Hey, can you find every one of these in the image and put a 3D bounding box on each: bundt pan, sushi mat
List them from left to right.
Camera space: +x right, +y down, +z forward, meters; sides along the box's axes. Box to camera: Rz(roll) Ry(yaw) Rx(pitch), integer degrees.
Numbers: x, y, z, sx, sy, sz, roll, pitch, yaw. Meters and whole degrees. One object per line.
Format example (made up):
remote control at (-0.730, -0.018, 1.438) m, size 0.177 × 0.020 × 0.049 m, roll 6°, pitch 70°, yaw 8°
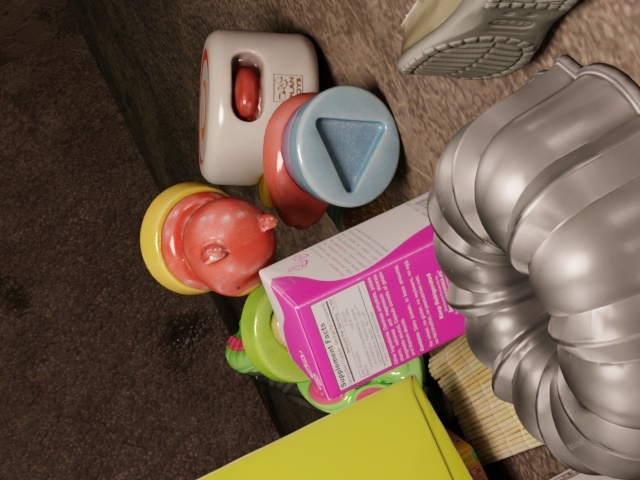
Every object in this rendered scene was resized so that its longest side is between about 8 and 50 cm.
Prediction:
sushi mat at (0.191, 0.178, 1.338) m, size 0.151 × 0.019 × 0.316 m, roll 63°, pitch 167°, yaw 11°
bundt pan at (0.187, 0.038, 0.875) m, size 0.331 × 0.124 × 0.331 m, roll 59°, pitch 166°, yaw 25°

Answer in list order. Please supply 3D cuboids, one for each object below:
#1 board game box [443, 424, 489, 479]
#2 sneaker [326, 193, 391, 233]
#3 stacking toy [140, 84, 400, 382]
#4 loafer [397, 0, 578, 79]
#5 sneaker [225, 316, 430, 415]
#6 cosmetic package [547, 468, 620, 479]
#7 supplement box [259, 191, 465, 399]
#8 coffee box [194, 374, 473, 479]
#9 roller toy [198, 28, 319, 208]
board game box at (0.179, 0.302, 1.510) m, size 0.124 × 0.039 × 0.259 m, roll 63°, pitch 175°, yaw -7°
sneaker at (0.043, -0.038, 1.454) m, size 0.086 × 0.064 × 0.192 m, roll 92°, pitch 157°, yaw -63°
stacking toy at (0.000, 0.000, 1.250) m, size 0.280 × 0.309 × 0.130 m, roll 55°, pitch 155°, yaw -20°
loafer at (0.125, -0.185, 0.846) m, size 0.251 × 0.094 × 0.088 m, roll 146°, pitch 125°, yaw -68°
sneaker at (0.036, 0.172, 1.700) m, size 0.202 × 0.185 × 0.482 m, roll 29°, pitch 172°, yaw -25°
cosmetic package at (0.247, 0.332, 1.087) m, size 0.184 × 0.151 × 0.151 m, roll 66°, pitch 167°, yaw -4°
supplement box at (0.068, 0.046, 1.143) m, size 0.111 × 0.220 × 0.114 m, roll 40°, pitch 151°, yaw 63°
coffee box at (0.048, 0.423, 1.391) m, size 0.338 × 0.337 × 0.334 m, roll 61°, pitch 172°, yaw 27°
roller toy at (-0.073, -0.162, 1.439) m, size 0.209 × 0.146 × 0.191 m, roll -102°, pitch 17°, yaw -54°
